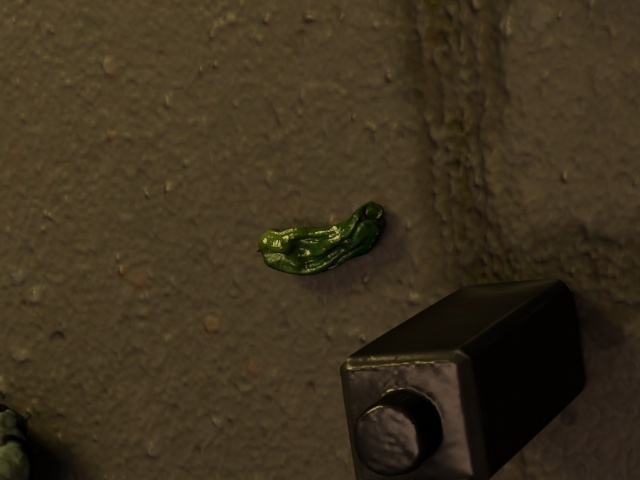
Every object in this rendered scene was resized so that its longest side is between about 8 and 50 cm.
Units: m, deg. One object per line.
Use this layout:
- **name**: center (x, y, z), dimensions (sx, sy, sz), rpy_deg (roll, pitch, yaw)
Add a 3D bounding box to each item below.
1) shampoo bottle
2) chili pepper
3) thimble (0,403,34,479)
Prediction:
- **shampoo bottle**: center (0.081, 0.083, 1.140), dimensions (0.080, 0.246, 0.079), rpy_deg (-7, 98, 24)
- **chili pepper**: center (0.001, 0.001, 1.279), dimensions (0.091, 0.030, 0.034), rpy_deg (-14, 68, 22)
- **thimble**: center (-0.308, 0.182, 1.329), dimensions (0.237, 0.237, 0.150), rpy_deg (18, 105, 19)
